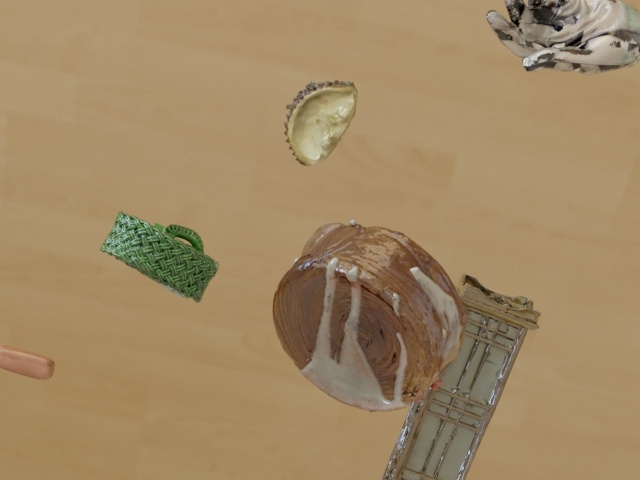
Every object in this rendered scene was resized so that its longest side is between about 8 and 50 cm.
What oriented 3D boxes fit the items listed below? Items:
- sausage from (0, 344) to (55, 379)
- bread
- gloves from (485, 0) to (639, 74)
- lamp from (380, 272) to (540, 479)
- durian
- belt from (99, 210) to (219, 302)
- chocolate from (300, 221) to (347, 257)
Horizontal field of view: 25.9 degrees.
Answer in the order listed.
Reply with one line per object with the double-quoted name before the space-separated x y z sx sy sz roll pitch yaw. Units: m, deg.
"sausage" -0.389 0.160 1.824 0.083 0.034 0.034 16 125 -3
"bread" 0.039 0.064 1.146 0.160 0.073 0.160 20 134 23
"gloves" 0.309 -0.271 1.798 0.212 0.111 0.128 6 91 -9
"lamp" 0.125 0.202 1.437 0.090 0.089 0.325 21 98 -1
"durian" -0.005 -0.143 1.625 0.052 0.066 0.130 -5 137 -44
"belt" -0.193 0.014 1.733 0.151 0.121 0.079 33 83 -25
"chocolate" 0.000 0.000 1.988 0.031 0.064 0.101 51 162 5
